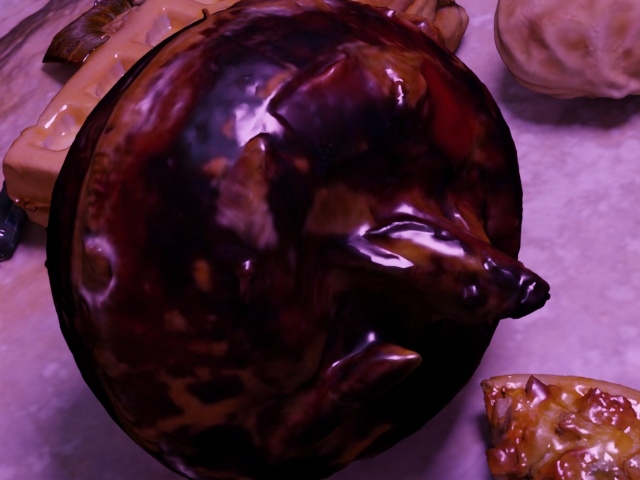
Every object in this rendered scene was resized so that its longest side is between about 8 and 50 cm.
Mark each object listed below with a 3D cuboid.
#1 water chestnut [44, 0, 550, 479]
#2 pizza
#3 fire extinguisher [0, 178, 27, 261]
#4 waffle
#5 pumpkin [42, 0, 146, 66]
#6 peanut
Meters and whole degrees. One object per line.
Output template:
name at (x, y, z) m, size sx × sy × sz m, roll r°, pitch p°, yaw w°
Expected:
water chestnut at (0.000, 0.000, 0.957) m, size 0.300 × 0.300 × 0.300 m, roll -7°, pitch 42°, yaw 6°
pizza at (0.153, 0.130, 0.955) m, size 0.175 × 0.046 × 0.134 m, roll 15°, pitch 48°, yaw 27°
fire extinguisher at (-0.224, -0.010, 1.221) m, size 0.038 × 0.025 × 0.083 m, roll -35°, pitch 29°, yaw 34°
waffle at (-0.054, -0.109, 1.236) m, size 0.224 × 0.098 × 0.327 m, roll 14°, pitch 50°, yaw 29°
pumpkin at (-0.170, -0.161, 1.369) m, size 0.101 × 0.035 × 0.073 m, roll -43°, pitch 38°, yaw -25°
peanut at (0.273, -0.191, 1.213) m, size 0.325 × 0.140 × 0.153 m, roll -17°, pitch 52°, yaw -10°
